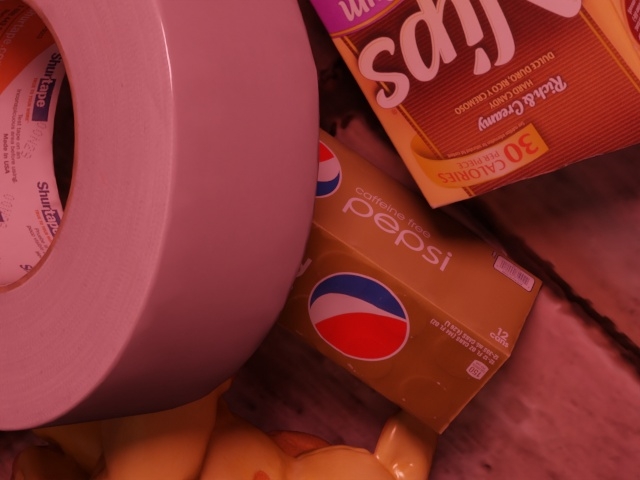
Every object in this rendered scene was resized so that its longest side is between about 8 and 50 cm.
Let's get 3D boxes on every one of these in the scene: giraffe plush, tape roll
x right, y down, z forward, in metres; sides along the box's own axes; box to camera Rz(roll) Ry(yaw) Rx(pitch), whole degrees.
[{"bbox_3d":[-0.035,0.121,0.736,0.170,0.210,0.181,13,120,-27],"label":"giraffe plush"},{"bbox_3d":[-0.100,-0.038,0.619,0.219,0.072,0.219,1,91,45],"label":"tape roll"}]

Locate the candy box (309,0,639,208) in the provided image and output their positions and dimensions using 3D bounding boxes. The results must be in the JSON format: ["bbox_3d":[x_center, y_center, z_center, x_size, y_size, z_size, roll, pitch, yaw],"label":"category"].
[{"bbox_3d":[0.049,-0.111,0.583,0.109,0.053,0.187,-19,115,34],"label":"candy box"}]

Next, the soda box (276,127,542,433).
[{"bbox_3d":[0.000,0.000,0.682,0.181,0.058,0.061,35,130,0],"label":"soda box"}]
